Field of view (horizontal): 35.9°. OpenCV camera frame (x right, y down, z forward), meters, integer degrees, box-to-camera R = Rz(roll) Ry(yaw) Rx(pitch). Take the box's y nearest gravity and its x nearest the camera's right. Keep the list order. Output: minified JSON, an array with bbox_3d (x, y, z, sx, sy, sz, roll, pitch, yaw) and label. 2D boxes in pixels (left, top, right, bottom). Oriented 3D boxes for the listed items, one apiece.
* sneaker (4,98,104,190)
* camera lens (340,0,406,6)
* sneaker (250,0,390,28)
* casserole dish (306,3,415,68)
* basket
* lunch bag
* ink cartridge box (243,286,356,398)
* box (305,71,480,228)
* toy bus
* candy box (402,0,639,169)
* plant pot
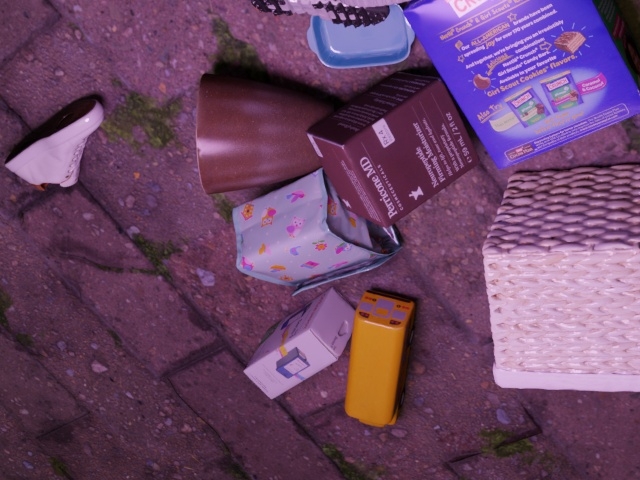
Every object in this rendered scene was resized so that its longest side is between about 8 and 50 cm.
[{"bbox_3d":[-0.499,-0.184,1.964,0.290,0.106,0.123,-23,123,39],"label":"sneaker"},{"bbox_3d":[0.089,-0.506,1.433,0.219,0.219,0.274,-3,122,22],"label":"camera lens"},{"bbox_3d":[0.006,-0.413,1.603,0.234,0.106,0.078,12,169,19],"label":"sneaker"},{"bbox_3d":[0.070,-0.352,1.666,0.188,0.037,0.114,-2,123,20],"label":"casserole dish"},{"bbox_3d":[0.452,0.053,1.632,0.331,0.328,0.266,-3,118,23],"label":"basket"},{"bbox_3d":[0.000,0.000,1.842,0.223,0.160,0.262,-21,151,30],"label":"lunch bag"},{"bbox_3d":[-0.037,0.210,2.024,0.212,0.154,0.093,-33,106,36],"label":"ink cartridge box"},{"bbox_3d":[0.119,-0.156,1.649,0.203,0.167,0.168,-35,114,-11],"label":"box"},{"bbox_3d":[0.119,0.257,2.015,0.108,0.130,0.332,13,127,12],"label":"toy bus"},{"bbox_3d":[0.328,-0.307,1.548,0.268,0.122,0.317,-22,115,32],"label":"candy box"},{"bbox_3d":[-0.090,-0.188,1.751,0.230,0.215,0.215,0,125,3],"label":"plant pot"}]
